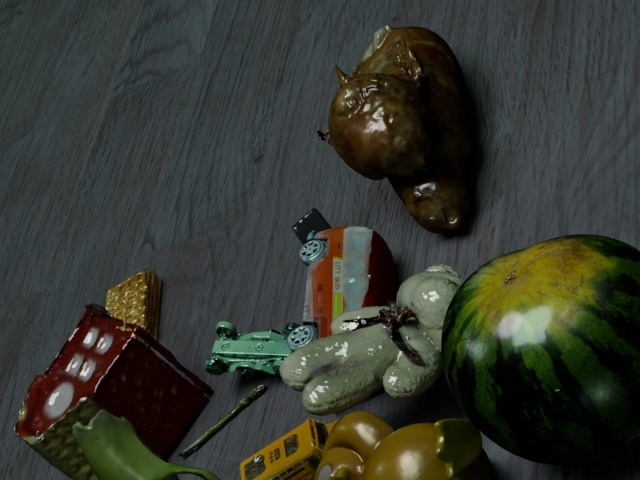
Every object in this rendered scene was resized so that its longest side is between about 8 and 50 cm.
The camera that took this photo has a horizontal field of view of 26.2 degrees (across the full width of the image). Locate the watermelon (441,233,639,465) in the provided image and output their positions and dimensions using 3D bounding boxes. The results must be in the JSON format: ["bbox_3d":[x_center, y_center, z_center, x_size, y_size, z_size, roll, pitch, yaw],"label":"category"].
[{"bbox_3d":[0.267,0.119,1.509,0.269,0.269,0.269,-27,39,25],"label":"watermelon"}]

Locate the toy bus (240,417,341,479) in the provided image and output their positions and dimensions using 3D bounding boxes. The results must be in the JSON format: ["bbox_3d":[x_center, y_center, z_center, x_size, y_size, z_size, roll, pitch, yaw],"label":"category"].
[{"bbox_3d":[-0.024,0.285,1.788,0.162,0.074,0.069,-34,35,18],"label":"toy bus"}]

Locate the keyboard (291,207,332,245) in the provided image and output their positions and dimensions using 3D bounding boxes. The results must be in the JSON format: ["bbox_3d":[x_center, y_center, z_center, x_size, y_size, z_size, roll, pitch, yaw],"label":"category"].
[{"bbox_3d":[0.000,0.000,2.103,0.053,0.010,0.155,-42,35,4],"label":"keyboard"}]

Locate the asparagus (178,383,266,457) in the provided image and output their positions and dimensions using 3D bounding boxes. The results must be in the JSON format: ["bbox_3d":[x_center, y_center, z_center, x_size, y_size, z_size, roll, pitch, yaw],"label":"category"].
[{"bbox_3d":[-0.141,0.261,1.985,0.166,0.013,0.016,-41,-6,6],"label":"asparagus"}]

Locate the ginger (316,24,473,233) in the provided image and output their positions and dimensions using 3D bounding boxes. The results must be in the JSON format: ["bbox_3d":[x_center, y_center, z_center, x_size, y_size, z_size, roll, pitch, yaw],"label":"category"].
[{"bbox_3d":[0.110,-0.204,2.008,0.176,0.254,0.418,-34,31,26],"label":"ginger"}]

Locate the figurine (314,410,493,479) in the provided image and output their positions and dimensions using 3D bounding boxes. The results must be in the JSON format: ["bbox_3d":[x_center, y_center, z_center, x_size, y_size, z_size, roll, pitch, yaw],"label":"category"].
[{"bbox_3d":[0.095,0.292,1.596,0.228,0.215,0.215,-16,43,15],"label":"figurine"}]

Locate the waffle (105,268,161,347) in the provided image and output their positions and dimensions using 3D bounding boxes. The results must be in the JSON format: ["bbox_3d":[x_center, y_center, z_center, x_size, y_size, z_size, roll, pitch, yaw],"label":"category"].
[{"bbox_3d":[-0.312,0.123,2.271,0.102,0.042,0.148,-31,38,23],"label":"waffle"}]

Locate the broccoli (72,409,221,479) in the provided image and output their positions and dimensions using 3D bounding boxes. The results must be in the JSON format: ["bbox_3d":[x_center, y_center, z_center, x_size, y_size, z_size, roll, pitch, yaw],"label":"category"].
[{"bbox_3d":[-0.190,0.357,1.741,0.186,0.302,0.254,-34,-16,-53],"label":"broccoli"}]

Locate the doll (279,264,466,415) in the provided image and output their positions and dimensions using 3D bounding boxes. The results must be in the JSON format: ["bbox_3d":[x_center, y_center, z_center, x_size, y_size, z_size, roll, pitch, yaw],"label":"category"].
[{"bbox_3d":[0.087,0.122,1.692,0.278,0.149,0.175,-26,62,-14],"label":"doll"}]

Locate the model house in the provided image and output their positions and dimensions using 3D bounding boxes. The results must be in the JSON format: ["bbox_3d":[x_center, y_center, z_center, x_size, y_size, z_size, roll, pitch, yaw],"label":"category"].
[{"bbox_3d":[-0.316,0.253,2.010,0.160,0.196,0.254,10,61,47],"label":"model house"}]

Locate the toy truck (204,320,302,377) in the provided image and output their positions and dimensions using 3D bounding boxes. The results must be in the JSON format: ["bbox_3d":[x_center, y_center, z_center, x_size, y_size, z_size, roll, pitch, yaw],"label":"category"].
[{"bbox_3d":[-0.086,0.168,1.982,0.154,0.078,0.080,-1,53,24],"label":"toy truck"}]

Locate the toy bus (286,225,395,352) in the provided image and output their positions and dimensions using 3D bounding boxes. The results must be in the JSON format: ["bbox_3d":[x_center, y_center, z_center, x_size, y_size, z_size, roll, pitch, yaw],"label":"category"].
[{"bbox_3d":[0.038,0.092,1.890,0.120,0.121,0.265,-16,43,23],"label":"toy bus"}]
